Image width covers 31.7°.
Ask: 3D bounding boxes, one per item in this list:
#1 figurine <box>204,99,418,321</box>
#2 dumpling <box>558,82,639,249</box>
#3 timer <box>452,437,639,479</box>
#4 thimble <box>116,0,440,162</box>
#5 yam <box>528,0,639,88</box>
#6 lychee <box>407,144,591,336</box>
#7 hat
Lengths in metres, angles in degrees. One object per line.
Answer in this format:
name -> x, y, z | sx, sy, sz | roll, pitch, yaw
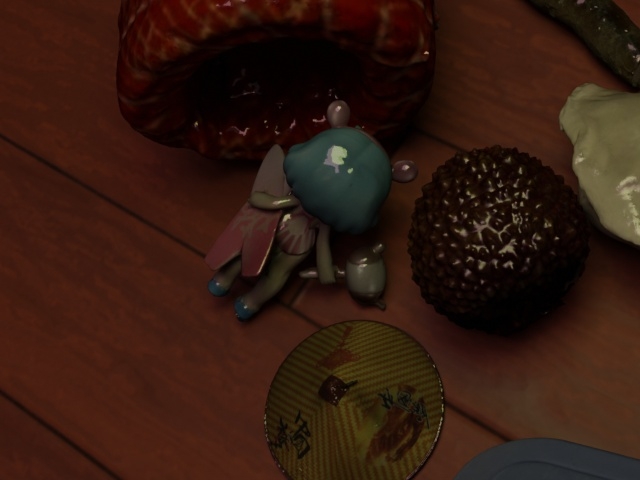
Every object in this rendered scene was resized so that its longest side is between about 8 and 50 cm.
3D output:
figurine -> -0.009, -0.001, 1.153 | 0.205, 0.103, 0.260 | 46, 115, 4
dumpling -> 0.314, -0.058, 1.077 | 0.132, 0.162, 0.250 | -47, 61, 39
timer -> 0.207, 0.339, 0.836 | 0.395, 0.173, 0.395 | -12, 29, 7
thimble -> -0.040, -0.234, 1.174 | 0.350, 0.350, 0.230 | -7, 67, 15
yam -> 0.274, -0.262, 1.232 | 0.061, 0.061, 0.253 | -40, 62, -2
lychee -> 0.166, -0.005, 1.080 | 0.188, 0.188, 0.188 | -7, 65, 15
hat -> 0.022, 0.158, 1.117 | 0.193, 0.082, 0.193 | -7, 66, 16
